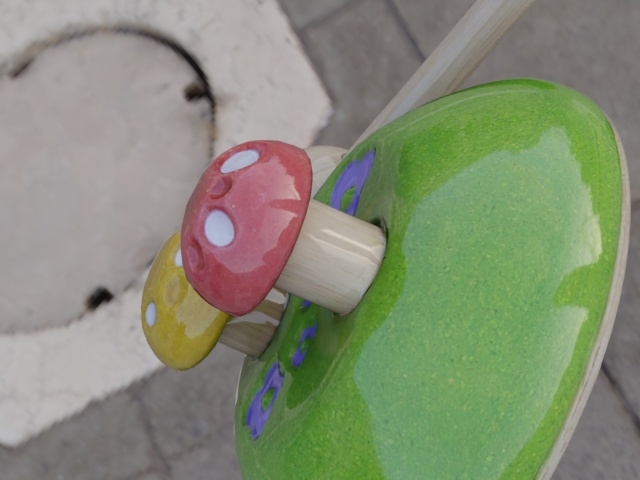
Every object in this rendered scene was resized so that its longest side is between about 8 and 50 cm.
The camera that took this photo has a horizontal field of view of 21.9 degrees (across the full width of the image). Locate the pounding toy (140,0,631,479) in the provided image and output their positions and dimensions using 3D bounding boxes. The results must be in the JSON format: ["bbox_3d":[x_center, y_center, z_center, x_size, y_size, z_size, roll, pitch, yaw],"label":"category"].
[{"bbox_3d":[0.000,0.000,0.528,0.183,0.110,0.237,-54,20,35],"label":"pounding toy"}]
